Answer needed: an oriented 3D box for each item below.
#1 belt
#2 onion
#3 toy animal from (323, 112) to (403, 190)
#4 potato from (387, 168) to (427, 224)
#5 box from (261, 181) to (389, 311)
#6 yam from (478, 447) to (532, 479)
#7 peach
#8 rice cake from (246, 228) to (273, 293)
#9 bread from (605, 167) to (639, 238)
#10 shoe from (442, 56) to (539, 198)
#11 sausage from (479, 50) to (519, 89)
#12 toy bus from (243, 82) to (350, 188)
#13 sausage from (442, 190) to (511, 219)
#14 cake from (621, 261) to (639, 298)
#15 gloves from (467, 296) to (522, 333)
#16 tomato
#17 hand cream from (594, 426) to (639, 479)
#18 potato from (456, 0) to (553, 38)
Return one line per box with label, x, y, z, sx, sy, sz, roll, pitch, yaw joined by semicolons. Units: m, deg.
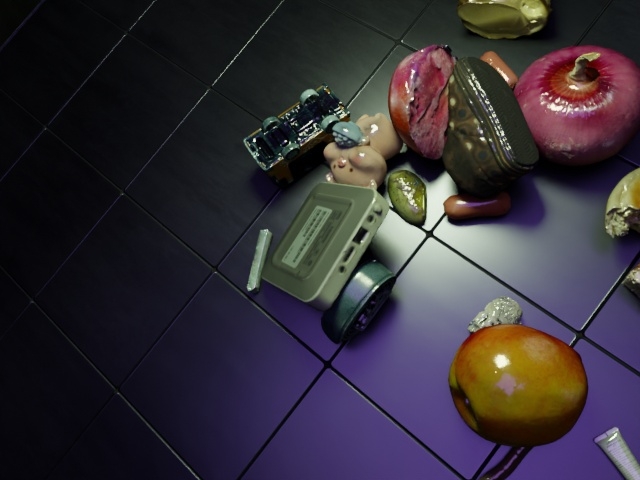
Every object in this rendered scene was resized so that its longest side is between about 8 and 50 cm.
belt;0.107;0.180;1.620;0.116;0.206;0.267;39;100;20
onion;0.720;-0.405;1.590;0.359;0.344;0.358;-7;36;5
toy animal;0.136;-0.273;1.775;0.221;0.229;0.210;-26;27;-35
potato;0.273;-0.141;1.759;0.120;0.054;0.197;-13;70;9
box;0.000;0.000;1.662;0.367;0.090;0.373;-59;28;-8
yam;0.473;0.591;1.476;0.327;0.045;0.045;-46;36;-3
peach;0.495;0.354;1.417;0.333;0.307;0.307;-17;69;-4
rice cake;-0.195;0.068;1.826;0.034;0.043;0.210;6;74;22
bread;0.902;-0.104;1.508;0.315;0.171;0.191;-6;59;8
shoe;0.443;-0.312;1.618;0.172;0.237;0.383;-10;71;-35
sausage;0.564;-0.532;1.796;0.062;0.062;0.154;-33;67;4
toy bus;-0.064;-0.330;1.836;0.324;0.194;0.161;-35;68;-1
sausage;0.462;-0.105;1.683;0.194;0.077;0.077;-6;71;15
cake;0.883;0.089;1.475;0.147;0.135;0.134;-41;68;5
gloves;0.491;0.229;1.569;0.153;0.070;0.114;-41;67;-1
tomato;0.297;-0.407;1.704;0.176;0.335;0.289;17;75;44
hand cream;0.767;0.566;1.406;0.067;0.042;0.194;-35;62;11
potato;0.591;-0.781;1.796;0.286;0.242;0.242;6;75;24
